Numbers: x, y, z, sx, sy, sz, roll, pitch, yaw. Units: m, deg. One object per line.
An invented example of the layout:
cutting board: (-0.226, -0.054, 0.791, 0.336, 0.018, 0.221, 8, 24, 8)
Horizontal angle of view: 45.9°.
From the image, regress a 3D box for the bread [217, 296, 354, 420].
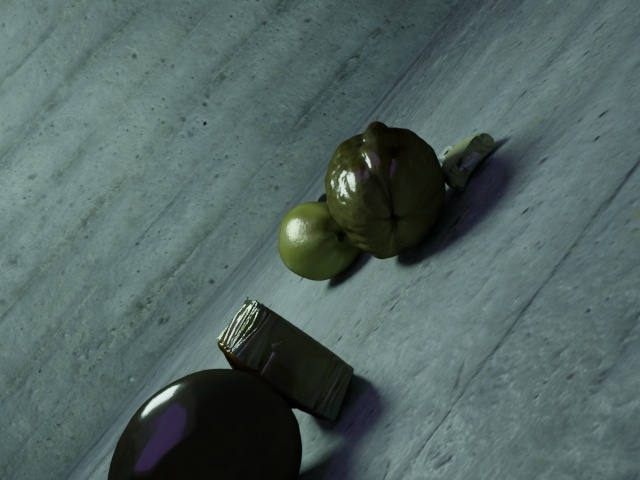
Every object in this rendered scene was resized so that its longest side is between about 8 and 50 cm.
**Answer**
bread: (-0.060, 0.193, 1.201, 0.110, 0.209, 0.192, -55, 11, -9)

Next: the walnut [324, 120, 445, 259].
walnut: (0.123, -0.092, 1.425, 0.227, 0.283, 0.283, -5, 16, 1)

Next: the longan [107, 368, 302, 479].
longan: (-0.158, 0.322, 1.066, 0.300, 0.243, 0.300, -31, -30, -21)

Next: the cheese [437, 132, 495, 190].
cheese: (0.277, -0.164, 1.521, 0.127, 0.049, 0.235, -50, 10, 4)

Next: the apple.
apple: (0.000, 0.000, 1.721, 0.200, 0.200, 0.200, -47, 11, 12)

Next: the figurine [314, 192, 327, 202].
figurine: (0.090, -0.114, 1.893, 0.176, 0.133, 0.236, -33, -4, -30)
